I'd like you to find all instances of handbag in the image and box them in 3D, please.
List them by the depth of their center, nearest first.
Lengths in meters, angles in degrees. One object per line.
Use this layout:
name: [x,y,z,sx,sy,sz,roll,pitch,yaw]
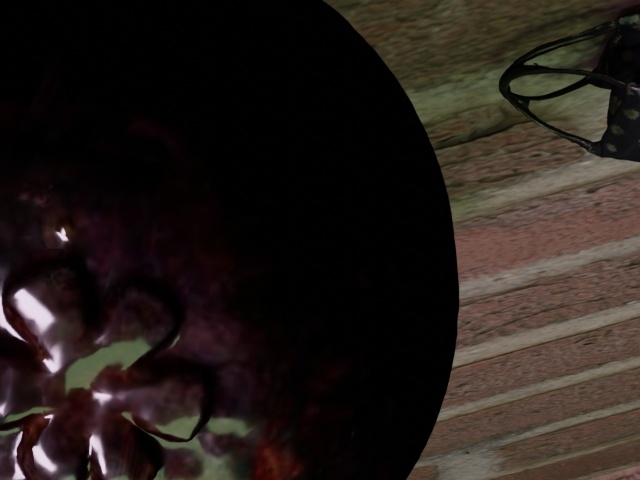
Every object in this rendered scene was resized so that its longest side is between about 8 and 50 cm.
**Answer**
handbag: [0.164,-0.086,0.971,0.139,0.072,0.115,2,161,-7]

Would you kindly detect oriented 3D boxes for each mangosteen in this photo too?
mangosteen: [-0.085,0.006,0.741,0.297,0.297,0.313,-24,-157,28]
